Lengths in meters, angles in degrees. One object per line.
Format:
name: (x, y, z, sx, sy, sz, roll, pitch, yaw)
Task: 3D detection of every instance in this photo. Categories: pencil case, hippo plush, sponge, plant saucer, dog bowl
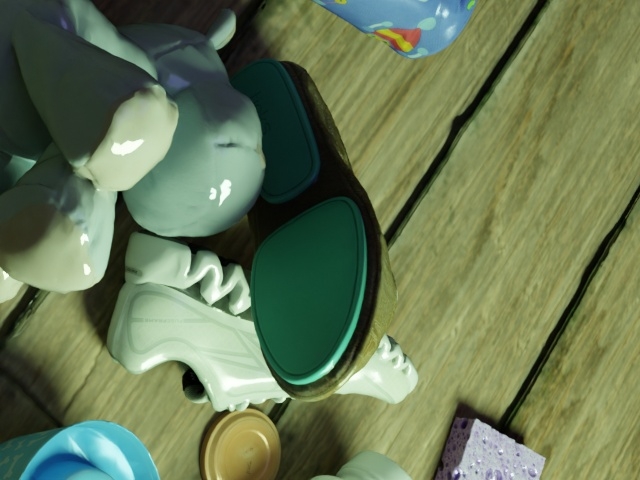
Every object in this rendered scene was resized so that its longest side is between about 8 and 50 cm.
pencil case: (0.010, -0.269, 1.197, 0.306, 0.119, 0.133, 25, 92, -39)
hippo plush: (-0.175, -0.081, 1.026, 0.236, 0.234, 0.294, 9, 42, -58)
sponge: (0.144, 0.289, 1.387, 0.117, 0.031, 0.210, 33, 70, -36)
plant saucer: (-0.066, 0.185, 1.214, 0.083, 0.013, 0.083, -2, 93, -41)
dog bowl: (-0.189, 0.278, 1.049, 0.166, 0.074, 0.297, -12, 100, -55)

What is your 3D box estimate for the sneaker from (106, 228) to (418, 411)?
sneaker: (-0.048, 0.090, 1.177, 0.292, 0.110, 0.118, 24, 83, -30)

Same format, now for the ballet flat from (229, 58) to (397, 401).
ballet flat: (0.000, 0.000, 1.117, 0.124, 0.116, 0.342, 45, 19, -44)

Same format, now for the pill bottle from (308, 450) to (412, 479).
pill bottle: (0.002, 0.265, 1.213, 0.180, 0.108, 0.108, -37, 114, -34)
